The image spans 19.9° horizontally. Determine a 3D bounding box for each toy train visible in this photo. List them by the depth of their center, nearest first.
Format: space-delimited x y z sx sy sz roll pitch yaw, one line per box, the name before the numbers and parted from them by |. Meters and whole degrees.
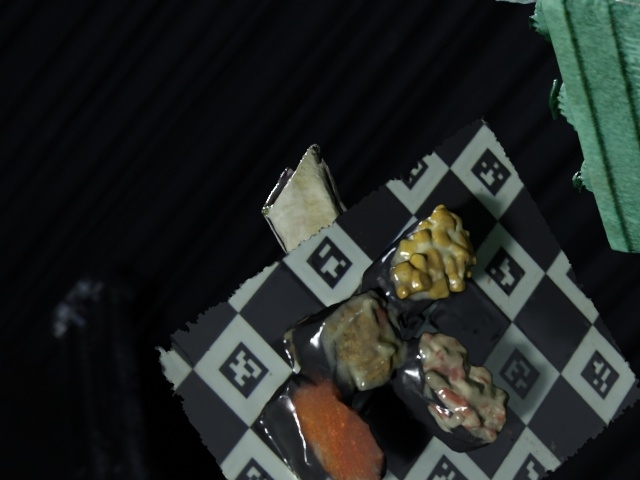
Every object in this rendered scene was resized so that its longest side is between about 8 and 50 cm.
toy train | 0.230 -0.095 1.025 0.178 0.138 0.330 18 158 25

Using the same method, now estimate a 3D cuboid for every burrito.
burrito | 0.000 0.000 1.227 0.055 0.041 0.149 -6 -121 -32

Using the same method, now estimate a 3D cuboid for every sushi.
sushi | 0.061 0.061 0.973 0.279 0.043 0.192 -32 -88 -37

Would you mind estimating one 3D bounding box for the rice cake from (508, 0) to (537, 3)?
rice cake | 0.242 -0.298 1.640 0.189 0.198 0.037 8 157 18
